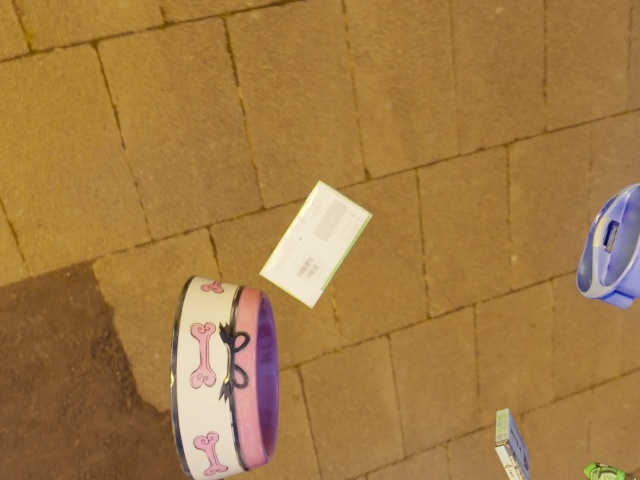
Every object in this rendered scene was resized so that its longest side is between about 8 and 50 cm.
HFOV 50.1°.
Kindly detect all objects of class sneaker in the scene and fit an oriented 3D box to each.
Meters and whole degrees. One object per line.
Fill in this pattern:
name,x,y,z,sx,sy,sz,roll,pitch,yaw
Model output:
sneaker,0.755,0.771,1.923,0.134,0.146,0.344,-6,118,-55

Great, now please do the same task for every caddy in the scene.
caddy,0.796,0.015,1.796,0.179,0.241,0.341,28,70,-8

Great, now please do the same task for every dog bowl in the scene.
dog bowl,-0.174,0.269,1.361,0.150,0.408,0.408,-2,114,3

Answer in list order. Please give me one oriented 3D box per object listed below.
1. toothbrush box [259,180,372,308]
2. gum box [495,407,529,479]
toothbrush box,0.000,0.000,1.362,0.122,0.283,0.206,33,94,0
gum box,0.541,0.590,1.928,0.041,0.184,0.157,-22,102,20
